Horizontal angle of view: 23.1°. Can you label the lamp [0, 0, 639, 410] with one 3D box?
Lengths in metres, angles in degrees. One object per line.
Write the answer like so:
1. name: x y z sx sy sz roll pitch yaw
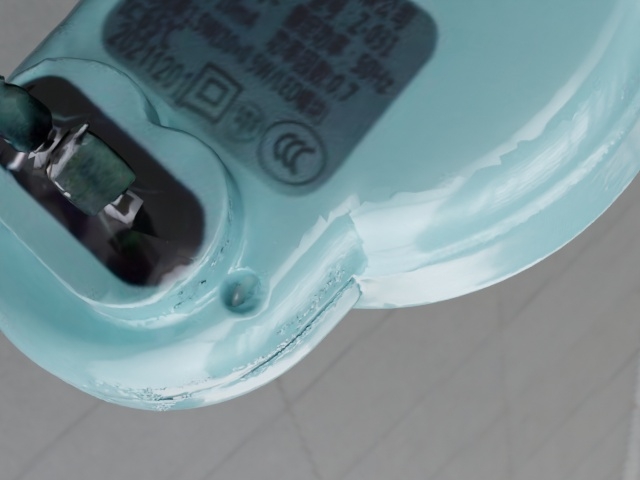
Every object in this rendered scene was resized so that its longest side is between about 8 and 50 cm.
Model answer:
1. lamp: 0.003 -0.063 0.538 0.284 0.209 0.147 -38 150 -22
